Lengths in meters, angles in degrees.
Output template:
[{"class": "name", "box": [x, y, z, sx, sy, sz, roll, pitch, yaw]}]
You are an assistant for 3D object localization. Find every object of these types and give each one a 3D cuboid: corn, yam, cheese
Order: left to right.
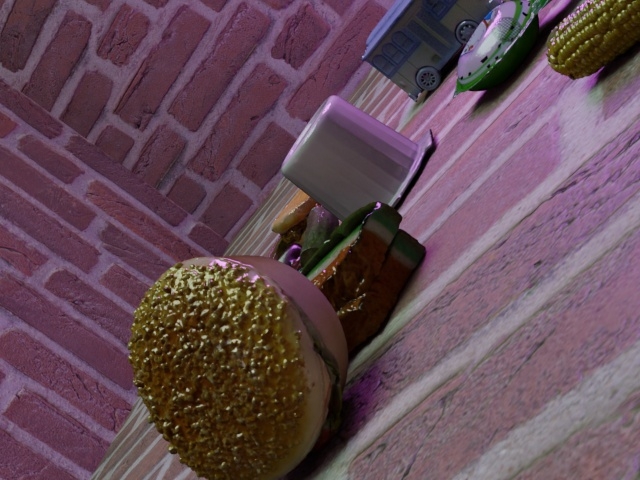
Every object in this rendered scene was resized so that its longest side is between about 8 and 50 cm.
[{"class": "yam", "box": [0.000, 0.000, 1.751, 0.068, 0.068, 0.169, -49, 15, 28]}, {"class": "cheese", "box": [0.323, -0.356, 1.473, 0.320, 0.083, 0.204, -49, 10, 35]}, {"class": "corn", "box": [0.345, -0.261, 1.011, 0.238, 0.080, 0.080, -38, 18, 53]}]

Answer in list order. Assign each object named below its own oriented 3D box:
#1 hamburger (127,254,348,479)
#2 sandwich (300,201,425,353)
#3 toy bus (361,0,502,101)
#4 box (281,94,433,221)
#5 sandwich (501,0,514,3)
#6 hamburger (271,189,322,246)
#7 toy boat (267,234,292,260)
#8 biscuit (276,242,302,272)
[{"class": "hamburger", "box": [-0.105, 0.156, 1.112, 0.302, 0.302, 0.170, -49, -9, 29]}, {"class": "sandwich", "box": [0.038, 0.073, 1.278, 0.292, 0.109, 0.212, -52, 15, 27]}, {"class": "toy bus", "box": [0.254, -0.489, 2.003, 0.312, 0.190, 0.152, -47, 10, 37]}, {"class": "box", "box": [0.049, -0.145, 1.708, 0.262, 0.206, 0.291, -58, 9, -21]}, {"class": "sandwich", "box": [0.447, -0.565, 1.701, 0.212, 0.063, 0.245, -42, 16, 48]}, {"class": "hamburger", "box": [-0.024, -0.078, 2.155, 0.214, 0.108, 0.214, -52, 10, 13]}, {"class": "toy boat", "box": [-0.099, 0.049, 2.222, 0.226, 0.068, 0.088, -63, 8, -34]}, {"class": "biscuit", "box": [-0.053, 0.087, 1.812, 0.151, 0.063, 0.235, -55, 16, -3]}]
